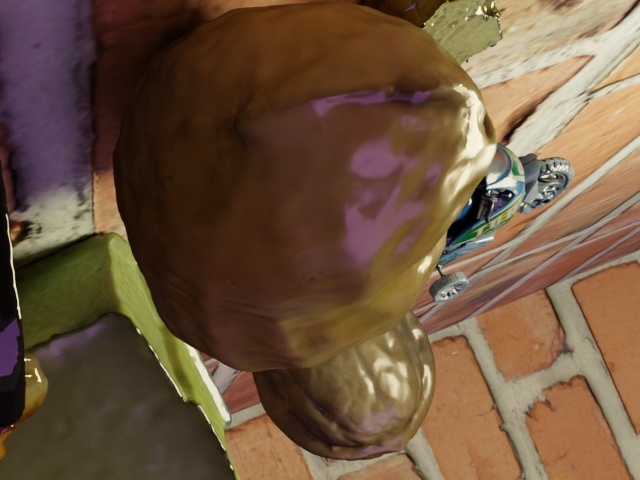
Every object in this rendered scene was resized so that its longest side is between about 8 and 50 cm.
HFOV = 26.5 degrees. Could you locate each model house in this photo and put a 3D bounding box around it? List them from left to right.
[{"bbox_3d":[-0.165,0.118,0.960,0.195,0.214,0.189,-26,-153,8],"label":"model house"}]

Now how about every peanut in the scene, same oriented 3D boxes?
[{"bbox_3d":[-0.022,-0.019,0.689,0.158,0.174,0.340,-56,172,-10],"label":"peanut"}]

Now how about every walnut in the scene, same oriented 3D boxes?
[{"bbox_3d":[0.029,0.148,1.545,0.224,0.224,0.224,-22,170,-4],"label":"walnut"}]

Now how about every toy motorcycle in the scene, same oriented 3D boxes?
[{"bbox_3d":[0.089,-0.016,1.116,0.254,0.092,0.135,-27,154,5],"label":"toy motorcycle"}]

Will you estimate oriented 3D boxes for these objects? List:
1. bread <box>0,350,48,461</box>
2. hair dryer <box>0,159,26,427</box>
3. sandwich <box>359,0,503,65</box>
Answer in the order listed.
[{"bbox_3d":[-0.345,0.116,0.626,0.370,0.191,0.314,-40,162,5],"label":"bread"},{"bbox_3d":[-0.223,0.050,0.398,0.320,0.155,0.284,-14,-148,-27],"label":"hair dryer"},{"bbox_3d":[0.062,-0.120,0.716,0.093,0.035,0.105,-17,167,-27],"label":"sandwich"}]
